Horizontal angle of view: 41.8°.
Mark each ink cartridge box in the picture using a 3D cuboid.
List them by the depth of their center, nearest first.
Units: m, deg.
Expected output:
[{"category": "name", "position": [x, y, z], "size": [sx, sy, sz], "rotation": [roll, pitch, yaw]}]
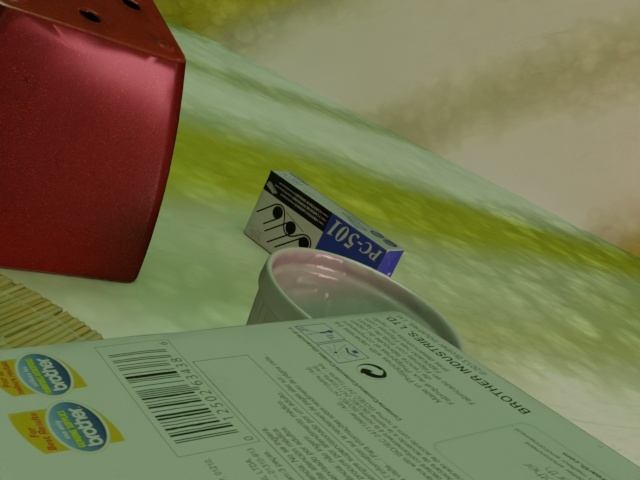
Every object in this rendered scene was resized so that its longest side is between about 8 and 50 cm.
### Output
[{"category": "ink cartridge box", "position": [-0.048, 0.159, 0.366], "size": [0.395, 0.151, 0.270], "rotation": [0, 20, -36]}, {"category": "ink cartridge box", "position": [0.000, 0.000, 1.075], "size": [0.207, 0.097, 0.046], "rotation": [36, 21, 29]}]

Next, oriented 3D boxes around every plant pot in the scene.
[{"category": "plant pot", "position": [-0.280, -0.148, 0.805], "size": [0.267, 0.236, 0.267], "rotation": [10, 36, -39]}]

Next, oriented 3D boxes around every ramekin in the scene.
[{"category": "ramekin", "position": [0.023, 0.104, 0.798], "size": [0.207, 0.109, 0.207], "rotation": [22, 18, -8]}]

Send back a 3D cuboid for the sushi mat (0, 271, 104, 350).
[{"category": "sushi mat", "position": [-0.269, 0.096, 0.571], "size": [0.151, 0.019, 0.316], "rotation": [30, 19, 11]}]
